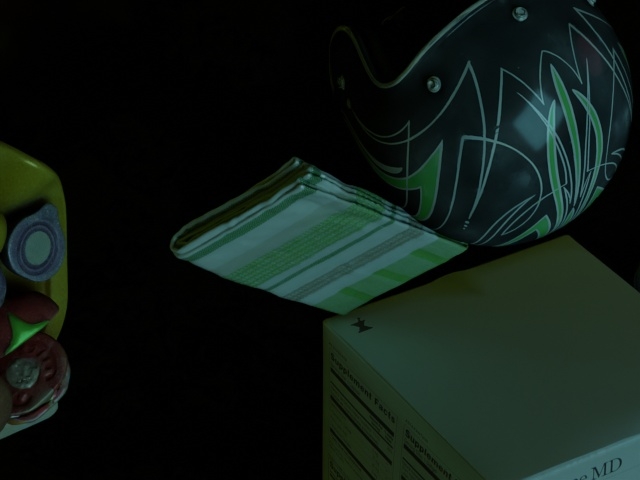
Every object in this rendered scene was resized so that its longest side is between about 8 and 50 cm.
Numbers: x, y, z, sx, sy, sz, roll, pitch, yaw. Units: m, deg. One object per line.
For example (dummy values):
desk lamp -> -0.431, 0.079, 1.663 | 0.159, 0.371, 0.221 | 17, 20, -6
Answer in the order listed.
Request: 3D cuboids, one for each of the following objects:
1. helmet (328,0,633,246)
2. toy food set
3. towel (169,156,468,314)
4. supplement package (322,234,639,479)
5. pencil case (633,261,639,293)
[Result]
helmet -> 0.098, -0.079, 1.104 | 0.169, 0.161, 0.169 | -14, 119, -27
toy food set -> -0.184, 0.052, 1.058 | 0.128, 0.071, 0.218 | -17, 128, -27
towel -> 0.000, 0.000, 1.161 | 0.113, 0.023, 0.152 | -27, 148, 34
supplement package -> 0.133, 0.176, 1.283 | 0.199, 0.198, 0.263 | -18, 128, -25
pencil case -> 0.338, 0.092, 1.425 | 0.133, 0.119, 0.306 | -13, 142, 24
